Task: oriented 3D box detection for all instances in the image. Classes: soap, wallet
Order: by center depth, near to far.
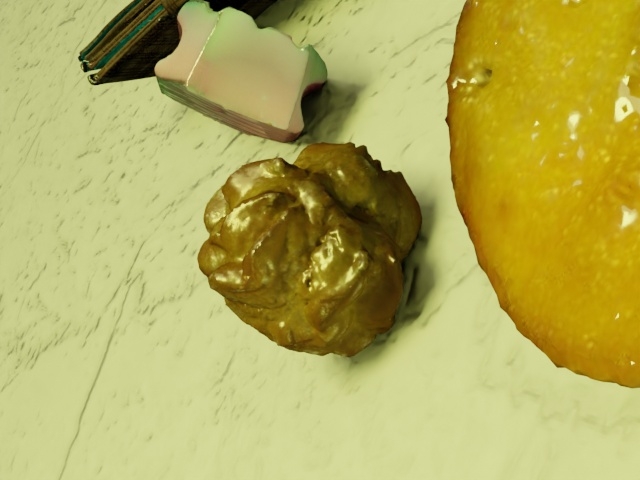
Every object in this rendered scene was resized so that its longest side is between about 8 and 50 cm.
[{"bbox_3d":[-0.050,-0.102,1.047,0.149,0.100,0.056,171,122,-86],"label":"soap"},{"bbox_3d":[-0.056,-0.178,1.133,0.230,0.124,0.042,-32,83,38],"label":"wallet"}]

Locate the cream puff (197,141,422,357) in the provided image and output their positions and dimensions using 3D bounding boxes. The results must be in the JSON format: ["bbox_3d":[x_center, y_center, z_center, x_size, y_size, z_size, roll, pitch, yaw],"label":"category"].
[{"bbox_3d":[0.000,0.000,0.876,0.116,0.122,0.094,50,121,19],"label":"cream puff"}]

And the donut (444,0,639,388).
[{"bbox_3d":[0.180,-0.079,0.616,0.303,0.110,0.303,-32,49,46],"label":"donut"}]
